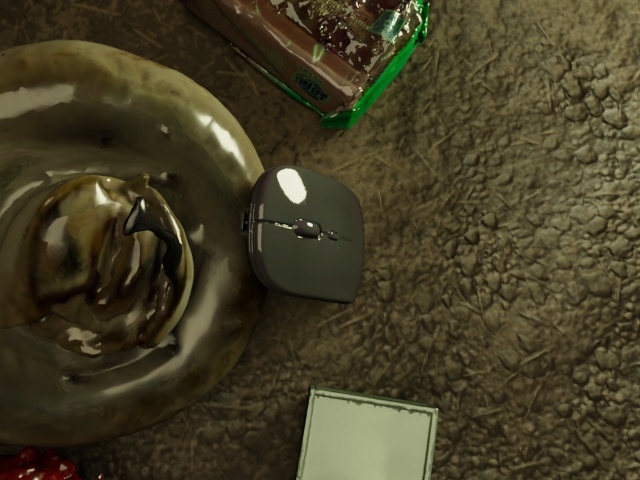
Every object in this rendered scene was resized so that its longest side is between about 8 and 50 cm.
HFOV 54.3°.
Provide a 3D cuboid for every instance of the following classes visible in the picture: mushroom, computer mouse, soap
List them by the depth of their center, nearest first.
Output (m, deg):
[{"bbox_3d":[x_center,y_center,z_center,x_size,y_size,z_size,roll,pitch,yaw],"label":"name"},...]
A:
[{"bbox_3d":[-0.204,0.010,0.542,0.363,0.295,0.362,-4,100,-25],"label":"mushroom"},{"bbox_3d":[0.001,0.000,0.611,0.057,0.232,0.120,-1,80,24],"label":"computer mouse"},{"bbox_3d":[-0.021,-0.278,0.721,0.273,0.098,0.218,38,81,4],"label":"soap"}]

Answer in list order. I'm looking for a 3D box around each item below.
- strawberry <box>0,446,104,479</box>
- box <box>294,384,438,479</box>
[{"bbox_3d":[-0.290,0.315,0.525,0.274,0.220,0.274,1,99,5],"label":"strawberry"},{"bbox_3d":[0.034,0.270,0.633,0.130,0.086,0.225,10,80,0],"label":"box"}]
